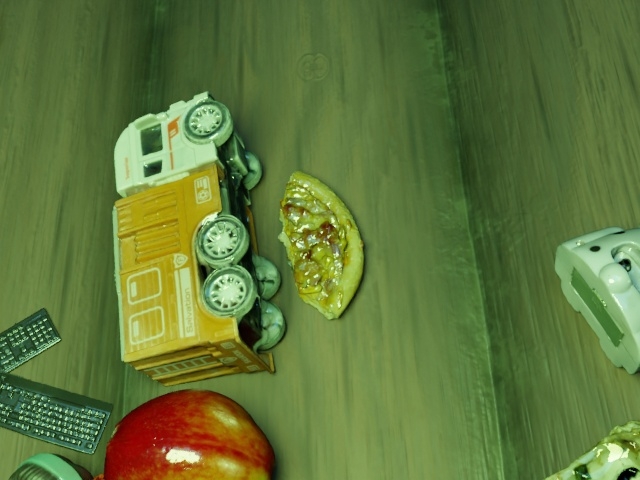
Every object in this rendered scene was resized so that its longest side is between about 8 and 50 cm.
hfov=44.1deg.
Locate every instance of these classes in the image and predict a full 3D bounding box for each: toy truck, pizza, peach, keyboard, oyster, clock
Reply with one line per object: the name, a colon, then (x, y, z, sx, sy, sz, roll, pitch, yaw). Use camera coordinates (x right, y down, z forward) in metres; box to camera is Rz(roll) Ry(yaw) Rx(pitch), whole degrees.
toy truck: (-0.183, -0.002, 1.102, 0.206, 0.173, 0.388, -14, 63, 8)
pizza: (-0.001, -0.001, 1.147, 0.127, 0.058, 0.246, -5, 59, 3)
peach: (-0.164, 0.264, 0.944, 0.197, 0.197, 0.197, -2, 61, 4)
keyboard: (-0.385, 0.231, 1.079, 0.196, 0.015, 0.074, 15, 67, 9)
oyster: (0.296, 0.335, 0.930, 0.294, 0.094, 0.166, -25, 43, 3)
keyboard: (-0.470, 0.171, 1.126, 0.198, 0.010, 0.064, -32, 65, -12)
clock: (0.455, 0.033, 1.018, 0.254, 0.189, 0.189, -27, 62, -8)

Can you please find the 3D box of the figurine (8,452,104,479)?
figurine: (-0.354, 0.378, 0.951, 0.137, 0.110, 0.246, 27, 70, 8)
